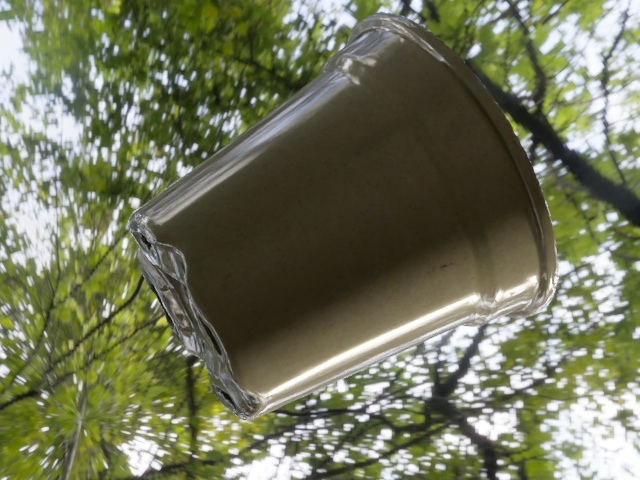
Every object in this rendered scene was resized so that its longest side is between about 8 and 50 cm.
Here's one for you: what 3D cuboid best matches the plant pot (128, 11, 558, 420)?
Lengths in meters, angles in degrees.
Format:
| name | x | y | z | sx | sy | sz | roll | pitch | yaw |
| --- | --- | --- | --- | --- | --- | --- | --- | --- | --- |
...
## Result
| name | x | y | z | sx | sy | sz | roll | pitch | yaw |
| --- | --- | --- | --- | --- | --- | --- | --- | --- | --- |
| plant pot | 0.000 | 0.000 | 1.141 | 0.305 | 0.334 | 0.334 | -30 | -92 | -16 |
